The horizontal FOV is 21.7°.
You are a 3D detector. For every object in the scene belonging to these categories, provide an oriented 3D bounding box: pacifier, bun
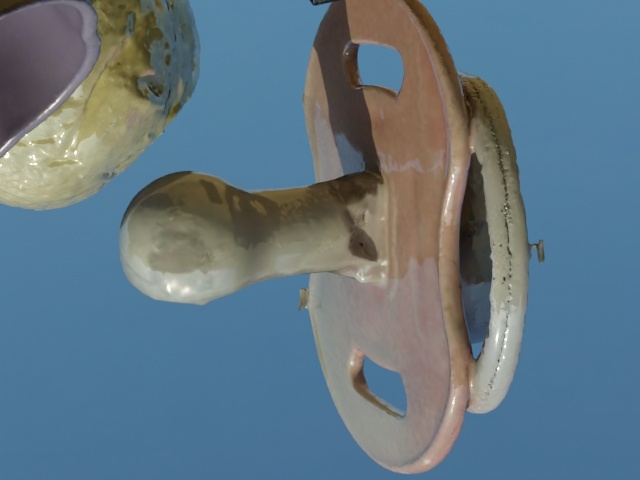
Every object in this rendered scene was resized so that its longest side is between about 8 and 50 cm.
[{"bbox_3d":[0.021,-0.006,1.101,0.273,0.332,0.220,2,-168,13],"label":"pacifier"},{"bbox_3d":[-0.169,-0.129,1.230,0.153,0.244,0.244,24,-133,-2],"label":"bun"}]

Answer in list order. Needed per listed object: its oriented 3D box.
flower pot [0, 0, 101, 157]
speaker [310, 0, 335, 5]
[{"bbox_3d":[-0.297,-0.153,0.978,0.265,0.265,0.243,-31,-97,-23],"label":"flower pot"},{"bbox_3d":[-0.012,-0.209,1.079,0.046,0.040,0.191,-12,-147,-11],"label":"speaker"}]
